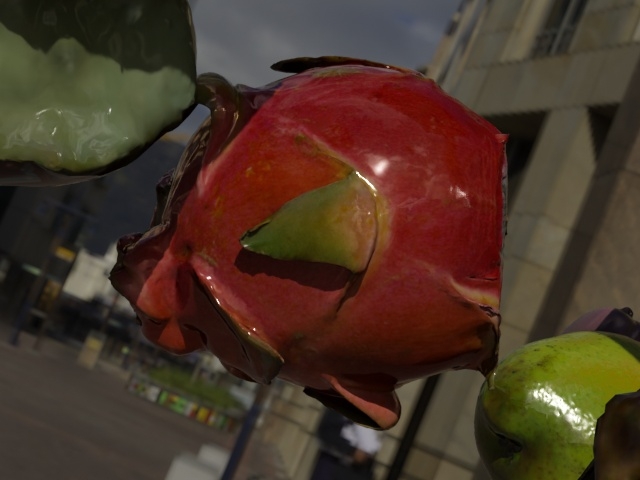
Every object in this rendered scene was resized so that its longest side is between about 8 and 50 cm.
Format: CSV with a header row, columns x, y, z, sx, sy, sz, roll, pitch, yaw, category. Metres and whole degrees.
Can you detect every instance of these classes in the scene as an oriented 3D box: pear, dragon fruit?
x,y,z,sx,sy,sz,roll,pitch,yaw,category
0.214,0.164,1.044,0.219,0.188,0.187,24,-7,-40,pear
0.005,-0.002,0.782,0.227,0.224,0.224,8,-11,15,dragon fruit

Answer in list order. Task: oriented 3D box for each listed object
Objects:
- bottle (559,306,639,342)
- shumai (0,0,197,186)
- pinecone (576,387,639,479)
x,y,z,sx,sy,sz,roll,pitch,yaw,category
0.304,0.165,1.199,0.233,0.110,0.110,51,-11,-6,bottle
-0.184,-0.188,0.639,0.397,0.324,0.324,17,22,21,shumai
0.166,0.130,0.338,0.243,0.243,0.257,21,-22,16,pinecone
